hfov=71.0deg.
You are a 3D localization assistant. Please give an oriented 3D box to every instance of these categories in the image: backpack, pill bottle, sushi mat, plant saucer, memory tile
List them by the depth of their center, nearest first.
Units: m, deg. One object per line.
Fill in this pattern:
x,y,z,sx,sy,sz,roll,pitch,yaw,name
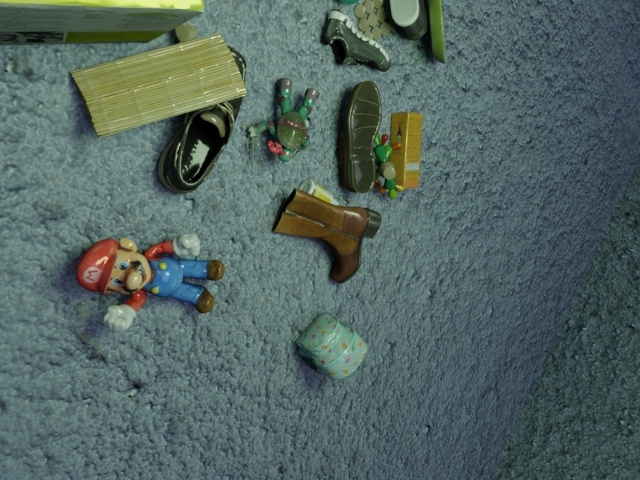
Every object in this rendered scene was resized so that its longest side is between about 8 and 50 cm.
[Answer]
-0.322,-0.321,0.916,0.316,0.019,0.152,-22,81,-15,sushi mat
-0.004,-0.119,1.261,0.116,0.065,0.065,30,82,-37,pill bottle
0.161,-0.644,1.298,0.148,0.012,0.113,-36,120,-24,memory tile
0.034,0.309,1.309,0.166,0.188,0.145,-44,123,-20,backpack
0.351,-0.658,1.355,0.241,0.037,0.241,-4,90,-72,plant saucer

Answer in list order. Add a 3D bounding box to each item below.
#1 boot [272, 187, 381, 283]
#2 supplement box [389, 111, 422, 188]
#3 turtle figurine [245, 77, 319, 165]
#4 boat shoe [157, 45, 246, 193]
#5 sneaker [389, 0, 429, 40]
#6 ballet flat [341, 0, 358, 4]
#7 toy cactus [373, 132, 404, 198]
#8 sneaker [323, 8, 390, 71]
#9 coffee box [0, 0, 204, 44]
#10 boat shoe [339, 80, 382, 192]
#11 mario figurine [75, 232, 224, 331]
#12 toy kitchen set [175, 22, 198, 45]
0.000,0.000,1.263,0.280,0.096,0.264,11,129,-25,boot
0.269,-0.284,1.420,0.080,0.078,0.234,-10,107,-35,supplement box
-0.082,-0.282,1.141,0.175,0.118,0.235,19,83,-38,turtle figurine
-0.241,-0.266,1.008,0.132,0.130,0.356,22,87,-38,boat shoe
0.255,-0.724,1.307,0.147,0.104,0.296,22,66,-66,sneaker
-0.017,-0.756,1.083,0.400,0.139,0.139,31,81,-41,ballet flat
0.201,-0.215,1.328,0.112,0.180,0.219,-8,111,3,toy cactus
0.095,-0.520,1.240,0.234,0.078,0.106,27,87,-34,sneaker
-0.417,-0.507,0.693,0.337,0.334,0.338,-16,110,-33,coffee box
0.097,-0.292,1.277,0.110,0.104,0.308,0,102,-28,boat shoe
-0.356,0.089,0.975,0.320,0.170,0.198,15,57,-46,mario figurine
-0.309,-0.441,0.987,0.083,0.075,0.068,-59,177,30,toy kitchen set
